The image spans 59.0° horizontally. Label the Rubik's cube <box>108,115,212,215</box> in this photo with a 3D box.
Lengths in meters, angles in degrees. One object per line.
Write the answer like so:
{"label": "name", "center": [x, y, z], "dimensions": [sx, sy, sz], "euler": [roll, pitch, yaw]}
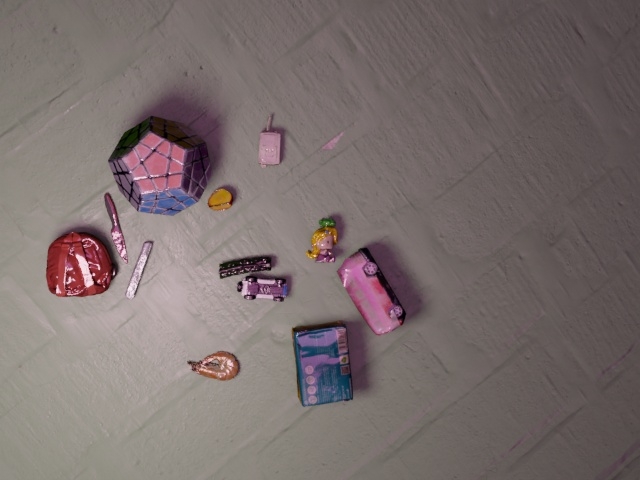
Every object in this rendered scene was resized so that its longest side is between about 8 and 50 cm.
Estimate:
{"label": "Rubik's cube", "center": [-0.506, -0.235, 1.805], "dimensions": [0.319, 0.319, 0.264], "euler": [-11, 69, -6]}

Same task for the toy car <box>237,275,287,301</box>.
{"label": "toy car", "center": [-0.203, 0.166, 1.965], "dimensions": [0.171, 0.070, 0.080], "euler": [5, 93, -9]}

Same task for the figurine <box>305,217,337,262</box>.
{"label": "figurine", "center": [0.000, 0.000, 1.981], "dimensions": [0.115, 0.095, 0.156], "euler": [2, 89, 32]}

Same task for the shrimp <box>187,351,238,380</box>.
{"label": "shrimp", "center": [-0.375, 0.436, 1.975], "dimensions": [0.180, 0.041, 0.099], "euler": [9, 91, -7]}

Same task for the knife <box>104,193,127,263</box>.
{"label": "knife", "center": [-0.696, -0.038, 1.919], "dimensions": [0.036, 0.018, 0.247], "euler": [-14, 96, -9]}

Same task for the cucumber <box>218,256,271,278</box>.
{"label": "cucumber", "center": [-0.259, 0.091, 1.962], "dimensions": [0.187, 0.058, 0.058], "euler": [-10, 94, -7]}

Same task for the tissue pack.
{"label": "tissue pack", "center": [0.006, 0.427, 1.974], "dimensions": [0.192, 0.134, 0.270], "euler": [-5, 94, -6]}

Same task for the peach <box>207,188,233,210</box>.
{"label": "peach", "center": [-0.341, -0.132, 1.940], "dimensions": [0.077, 0.050, 0.083], "euler": [37, 78, 15]}

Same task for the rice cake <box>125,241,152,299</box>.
{"label": "rice cake", "center": [-0.621, 0.103, 1.929], "dimensions": [0.033, 0.033, 0.207], "euler": [20, 90, -18]}

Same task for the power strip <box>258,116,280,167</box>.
{"label": "power strip", "center": [-0.176, -0.339, 1.953], "dimensions": [0.075, 0.042, 0.175], "euler": [1, 93, -6]}

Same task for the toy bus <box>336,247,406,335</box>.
{"label": "toy bus", "center": [0.179, 0.182, 1.985], "dimensions": [0.147, 0.127, 0.302], "euler": [-33, 97, -1]}

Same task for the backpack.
{"label": "backpack", "center": [-0.792, 0.077, 1.851], "dimensions": [0.229, 0.139, 0.229], "euler": [-1, 98, -7]}
